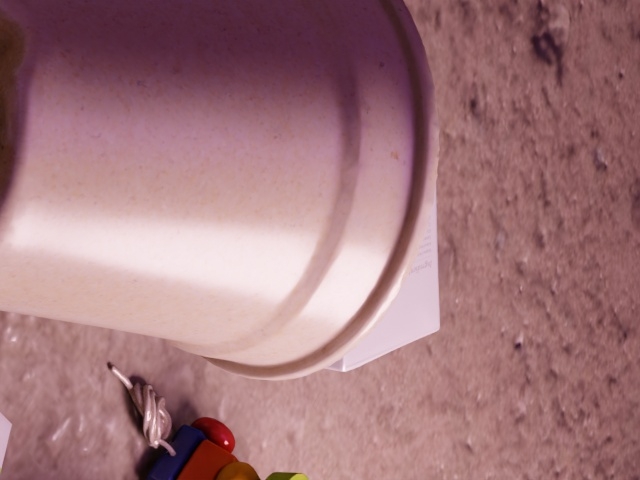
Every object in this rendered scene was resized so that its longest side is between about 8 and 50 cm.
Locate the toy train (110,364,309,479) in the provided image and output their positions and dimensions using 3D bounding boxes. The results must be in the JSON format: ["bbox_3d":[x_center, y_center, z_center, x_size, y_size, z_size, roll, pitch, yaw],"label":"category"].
[{"bbox_3d":[-0.072,0.200,1.506,0.105,0.143,0.248,-57,137,-32],"label":"toy train"}]

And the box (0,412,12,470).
[{"bbox_3d":[-0.280,0.168,1.248,0.145,0.038,0.186,56,29,-42],"label":"box"}]

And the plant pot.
[{"bbox_3d":[-0.143,-0.067,1.246,0.305,0.334,0.334,2,94,-44],"label":"plant pot"}]

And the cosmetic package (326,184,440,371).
[{"bbox_3d":[0.000,0.000,1.565,0.151,0.151,0.184,-18,109,-52],"label":"cosmetic package"}]
